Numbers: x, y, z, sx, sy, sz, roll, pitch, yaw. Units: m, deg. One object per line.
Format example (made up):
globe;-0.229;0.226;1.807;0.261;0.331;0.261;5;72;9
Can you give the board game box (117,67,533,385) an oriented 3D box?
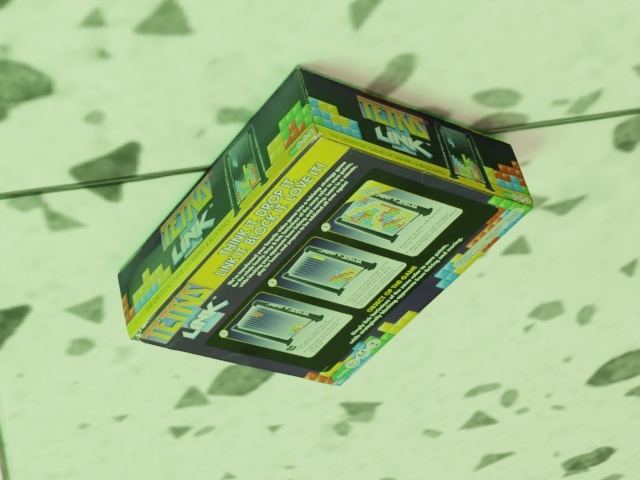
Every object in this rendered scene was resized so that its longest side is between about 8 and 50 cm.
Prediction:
board game box;0.000;0.000;0.835;0.141;0.048;0.170;18;132;-34
